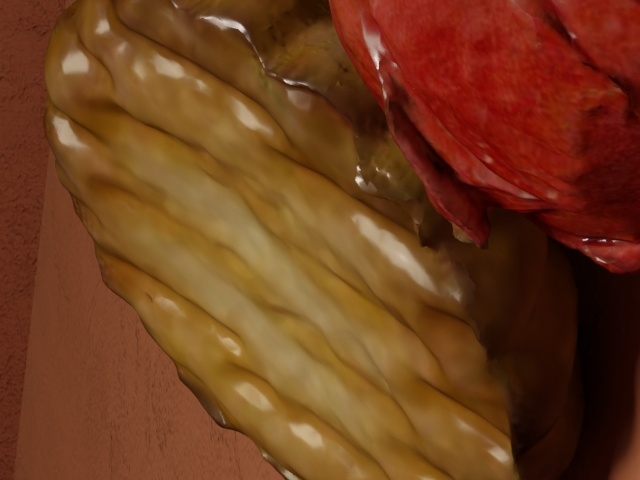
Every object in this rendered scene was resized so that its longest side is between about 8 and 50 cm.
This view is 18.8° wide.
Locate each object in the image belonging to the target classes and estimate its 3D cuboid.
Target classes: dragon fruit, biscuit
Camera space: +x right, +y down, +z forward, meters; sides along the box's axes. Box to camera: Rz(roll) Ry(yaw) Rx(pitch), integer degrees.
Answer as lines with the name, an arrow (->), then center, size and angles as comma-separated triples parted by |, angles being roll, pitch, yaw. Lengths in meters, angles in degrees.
dragon fruit -> 0.098, -0.117, 0.576 | 0.252, 0.241, 0.241 | -124, 39, -47
biscuit -> 0.000, 0.000, 0.904 | 0.326, 0.107, 0.326 | 37, 148, 28
